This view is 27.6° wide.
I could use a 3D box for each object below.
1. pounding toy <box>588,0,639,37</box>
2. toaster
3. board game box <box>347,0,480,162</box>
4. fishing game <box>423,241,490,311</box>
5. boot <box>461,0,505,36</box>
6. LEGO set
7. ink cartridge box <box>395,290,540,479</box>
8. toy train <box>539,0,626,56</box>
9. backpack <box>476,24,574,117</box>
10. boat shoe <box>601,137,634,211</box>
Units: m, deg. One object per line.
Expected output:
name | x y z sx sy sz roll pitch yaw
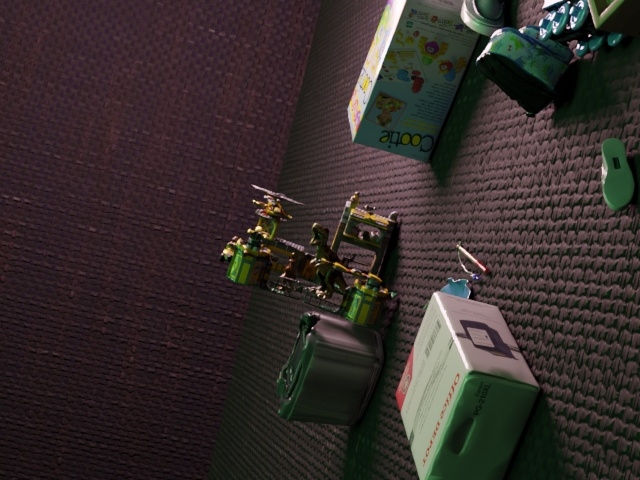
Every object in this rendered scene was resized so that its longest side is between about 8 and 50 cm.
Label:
pounding toy | 0.370 -0.323 1.461 0.130 0.100 0.141 132 137 -51
toaster | 0.018 0.223 2.286 0.129 0.146 0.227 -99 25 -59
board game box | 0.160 -0.299 2.243 0.142 0.144 0.275 -96 24 -60
fishing game | 0.177 0.139 1.923 0.189 0.041 0.264 -124 49 -71
boot | 0.264 -0.398 2.056 0.190 0.069 0.086 -90 16 -55
LEGO set | 0.000 0.000 2.313 0.255 0.331 0.192 -40 -31 -75
ink cartridge box | 0.183 0.197 1.677 0.237 0.100 0.172 -104 30 -67
toy train | 0.333 -0.293 1.612 0.184 0.080 0.105 -179 108 -78
backpack | 0.271 -0.235 1.733 0.084 0.114 0.105 -59 6 -16
boat shoe | 0.333 -0.068 1.471 0.035 0.035 0.100 75 -169 -51
